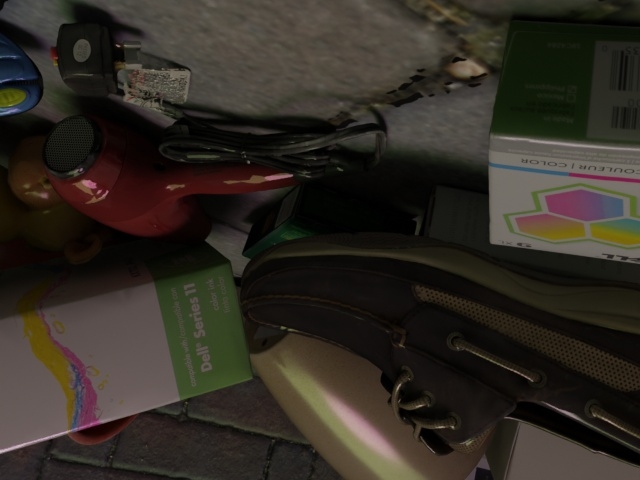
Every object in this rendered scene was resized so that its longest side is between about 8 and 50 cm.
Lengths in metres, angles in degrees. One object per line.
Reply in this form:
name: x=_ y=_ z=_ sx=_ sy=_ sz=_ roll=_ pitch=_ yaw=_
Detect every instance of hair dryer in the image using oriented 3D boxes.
hair dryer: x=-0.099 y=-0.042 z=0.528 sx=0.223 sy=0.080 sz=0.293 roll=19 pitch=163 yaw=-15

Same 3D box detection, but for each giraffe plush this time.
giraffe plush: x=-0.276 y=-0.032 z=0.602 sx=0.170 sy=0.181 sz=0.210 roll=-5 pitch=157 yaw=-7

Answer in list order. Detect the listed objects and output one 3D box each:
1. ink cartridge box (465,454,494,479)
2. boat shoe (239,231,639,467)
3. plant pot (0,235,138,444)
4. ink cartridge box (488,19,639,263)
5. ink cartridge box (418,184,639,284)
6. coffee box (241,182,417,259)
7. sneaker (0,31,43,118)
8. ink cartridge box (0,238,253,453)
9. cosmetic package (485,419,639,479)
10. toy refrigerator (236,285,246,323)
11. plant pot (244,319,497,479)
ink cartridge box: x=0.308 y=0.359 z=1.122 sx=0.272 sy=0.309 sz=0.130 roll=11 pitch=164 yaw=12
boat shoe: x=0.103 y=0.083 z=0.481 sx=0.355 sy=0.130 sz=0.132 roll=9 pitch=159 yaw=14
plant pot: x=-0.360 y=0.093 z=0.911 sx=0.265 sy=0.272 sz=0.272 roll=17 pitch=165 yaw=16
ink cartridge box: x=0.153 y=-0.033 z=0.384 sx=0.109 sy=0.062 sz=0.209 roll=8 pitch=163 yaw=16
ink cartridge box: x=0.231 y=0.059 z=0.624 sx=0.307 sy=0.072 sz=0.303 roll=11 pitch=161 yaw=5
coffee box: x=0.000 y=0.000 z=0.656 sx=0.113 sy=0.040 sz=0.184 roll=19 pitch=162 yaw=-14
sneaker: x=-0.266 y=-0.116 z=0.475 sx=0.188 sy=0.067 sz=0.078 roll=5 pitch=-178 yaw=22
ink cartridge box: x=-0.264 y=0.093 z=0.632 sx=0.353 sy=0.119 sz=0.207 roll=-14 pitch=-167 yaw=-19
cosmetic package: x=0.303 y=0.246 z=0.911 sx=0.160 sy=0.113 sz=0.309 roll=12 pitch=-174 yaw=3
toy refrigerator: x=-0.122 y=0.128 z=1.031 sx=0.269 sy=0.102 sz=0.094 roll=5 pitch=162 yaw=42
plant pot: x=0.043 y=0.160 z=0.859 sx=0.274 sy=0.256 sz=0.256 roll=41 pitch=152 yaw=-26
